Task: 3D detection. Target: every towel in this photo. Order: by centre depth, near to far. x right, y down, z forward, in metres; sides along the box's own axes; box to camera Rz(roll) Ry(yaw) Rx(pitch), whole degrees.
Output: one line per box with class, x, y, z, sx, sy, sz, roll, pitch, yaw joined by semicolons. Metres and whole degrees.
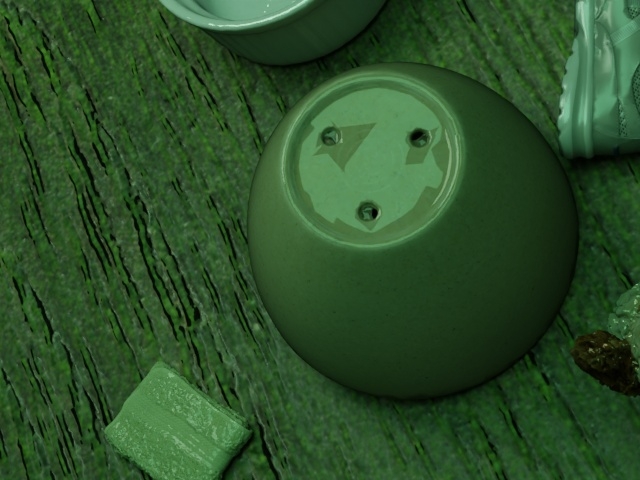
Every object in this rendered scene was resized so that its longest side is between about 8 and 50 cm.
towel;-0.149;0.200;1.700;0.148;0.027;0.110;32;86;31

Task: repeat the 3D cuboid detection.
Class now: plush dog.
plush dog;0.344;0.076;1.377;0.262;0.225;0.211;-43;60;33

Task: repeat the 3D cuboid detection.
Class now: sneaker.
sneaker;0.307;-0.209;1.629;0.115;0.105;0.281;8;79;11

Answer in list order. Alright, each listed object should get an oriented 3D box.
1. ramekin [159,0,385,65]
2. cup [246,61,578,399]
ramekin;-0.045;-0.327;1.798;0.277;0.135;0.277;-9;67;22
cup;0.069;-0.038;1.539;0.331;0.237;0.331;-4;72;11
